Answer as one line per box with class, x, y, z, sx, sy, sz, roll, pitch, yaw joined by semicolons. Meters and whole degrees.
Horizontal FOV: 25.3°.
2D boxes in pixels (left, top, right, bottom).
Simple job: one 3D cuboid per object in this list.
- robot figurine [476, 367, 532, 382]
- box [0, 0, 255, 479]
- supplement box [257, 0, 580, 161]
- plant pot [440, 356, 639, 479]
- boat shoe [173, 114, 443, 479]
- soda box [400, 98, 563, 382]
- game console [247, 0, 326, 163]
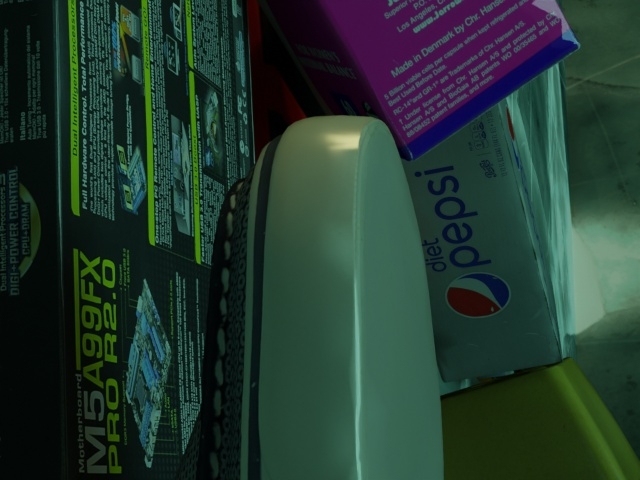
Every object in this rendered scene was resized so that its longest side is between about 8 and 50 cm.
robot figurine;0.193;0.064;1.535;0.291;0.085;0.211;27;59;-72
box;-0.084;-0.031;0.571;0.216;0.060;0.270;28;57;-72
supplement box;0.016;-0.164;0.710;0.220;0.114;0.111;59;-9;-20
plant pot;0.160;0.205;1.159;0.212;0.212;0.187;8;65;-75
boat shoe;-0.049;0.134;0.430;0.127;0.158;0.340;7;83;-75
soda box;0.101;-0.028;1.024;0.091;0.098;0.286;-88;162;-47
game console;0.000;0.000;0.913;0.386;0.060;0.342;55;26;-63
